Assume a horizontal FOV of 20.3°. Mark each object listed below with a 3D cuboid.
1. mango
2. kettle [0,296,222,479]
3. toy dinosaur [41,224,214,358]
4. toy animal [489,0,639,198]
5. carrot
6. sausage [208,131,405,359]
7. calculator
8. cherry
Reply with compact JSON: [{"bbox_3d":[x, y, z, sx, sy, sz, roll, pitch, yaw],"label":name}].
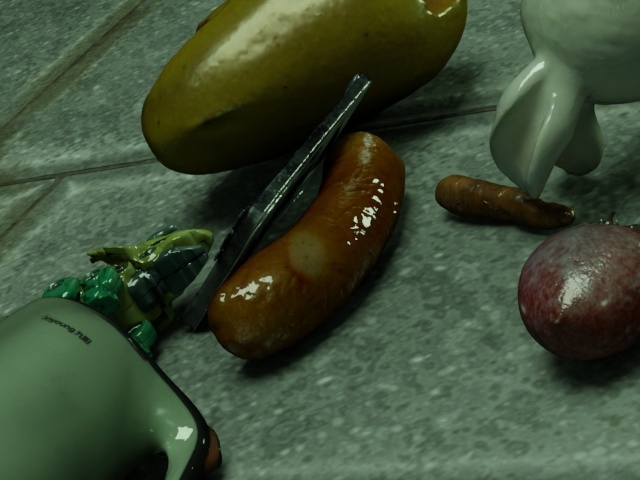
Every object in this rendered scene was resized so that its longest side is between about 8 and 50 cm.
[{"bbox_3d":[-0.017,-0.178,1.763,0.365,0.182,0.253,-37,4,-21],"label":"mango"},{"bbox_3d":[-0.211,0.172,1.294,0.240,0.165,0.255,24,41,20],"label":"kettle"},{"bbox_3d":[-0.212,0.069,1.567,0.259,0.094,0.153,-25,19,19],"label":"toy dinosaur"},{"bbox_3d":[0.288,-0.163,1.438,0.310,0.247,0.183,-2,8,8],"label":"toy animal"},{"bbox_3d":[0.156,-0.031,1.506,0.036,0.035,0.165,-37,30,-29],"label":"carrot"},{"bbox_3d":[0.004,0.000,1.522,0.103,0.076,0.302,-6,28,28],"label":"sausage"},{"bbox_3d":[-0.037,-0.039,1.596,0.261,0.021,0.161,-53,-3,-48],"label":"calculator"},{"bbox_3d":[0.211,0.018,1.302,0.107,0.090,0.225,-21,12,34],"label":"cherry"}]
